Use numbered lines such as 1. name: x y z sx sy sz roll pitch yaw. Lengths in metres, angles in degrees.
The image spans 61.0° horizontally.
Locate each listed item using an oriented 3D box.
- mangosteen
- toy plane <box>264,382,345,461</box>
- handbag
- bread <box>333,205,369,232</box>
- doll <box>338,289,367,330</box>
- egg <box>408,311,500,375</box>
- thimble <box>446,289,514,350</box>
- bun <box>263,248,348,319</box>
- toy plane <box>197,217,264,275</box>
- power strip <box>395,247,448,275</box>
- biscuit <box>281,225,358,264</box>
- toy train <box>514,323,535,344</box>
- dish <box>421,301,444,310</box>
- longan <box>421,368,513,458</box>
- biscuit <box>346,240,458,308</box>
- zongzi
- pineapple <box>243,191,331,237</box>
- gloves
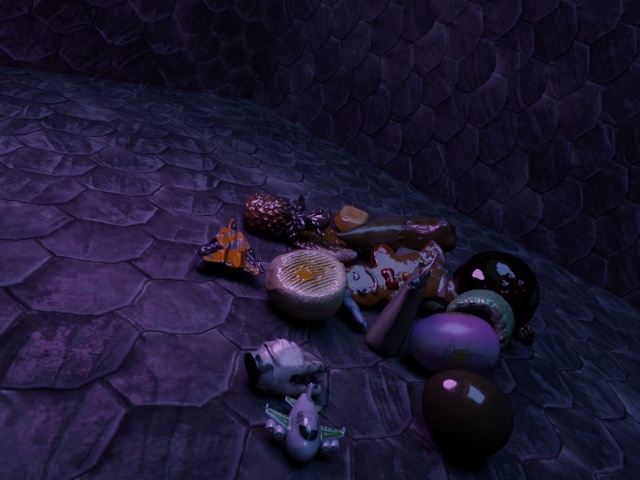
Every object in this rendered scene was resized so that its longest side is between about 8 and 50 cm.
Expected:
1. mangosteen: 0.608 0.186 1.956 0.306 0.307 0.347 18 -9 -12
2. toy plane: -0.033 0.373 1.105 0.174 0.080 0.174 20 24 -9
3. handbag: 0.245 0.162 1.568 0.109 0.315 0.241 25 20 11
4. bread: 0.131 -0.076 2.324 0.147 0.098 0.217 25 19 7
5. doll: 0.076 0.206 1.648 0.075 0.120 0.180 -25 49 -1
6. egg: 0.382 0.300 1.551 0.271 0.196 0.196 7 26 -32
7. thimble: 0.506 0.265 1.746 0.219 0.219 0.150 31 21 20
8. bun: -0.036 0.132 1.572 0.243 0.153 0.244 9 46 -9
9. toy plane: -0.283 0.011 1.703 0.204 0.103 0.316 18 15 -18
10. power strip: 0.332 0.119 2.005 0.224 0.139 0.140 13 24 -26
11. biscuit: 0.000 0.000 2.091 0.317 0.040 0.318 21 21 -9
12. toy train: 0.758 0.316 2.101 0.085 0.053 0.250 13 22 -3
13. dish: 0.398 0.213 1.969 0.137 0.091 0.039 13 -20 -35
14. longan: 0.340 0.402 1.265 0.220 0.196 0.196 34 21 1
15. biscuit: 0.265 0.131 1.816 0.432 0.064 0.283 -4 61 -22
16. zongzi: 0.310 -0.015 2.095 0.356 0.174 0.393 -3 -4 40
17. pineapple: -0.116 -0.092 1.962 0.310 0.170 0.141 8 -20 -3
18. gloves: -0.064 0.289 1.245 0.212 0.111 0.127 -2 27 -33
